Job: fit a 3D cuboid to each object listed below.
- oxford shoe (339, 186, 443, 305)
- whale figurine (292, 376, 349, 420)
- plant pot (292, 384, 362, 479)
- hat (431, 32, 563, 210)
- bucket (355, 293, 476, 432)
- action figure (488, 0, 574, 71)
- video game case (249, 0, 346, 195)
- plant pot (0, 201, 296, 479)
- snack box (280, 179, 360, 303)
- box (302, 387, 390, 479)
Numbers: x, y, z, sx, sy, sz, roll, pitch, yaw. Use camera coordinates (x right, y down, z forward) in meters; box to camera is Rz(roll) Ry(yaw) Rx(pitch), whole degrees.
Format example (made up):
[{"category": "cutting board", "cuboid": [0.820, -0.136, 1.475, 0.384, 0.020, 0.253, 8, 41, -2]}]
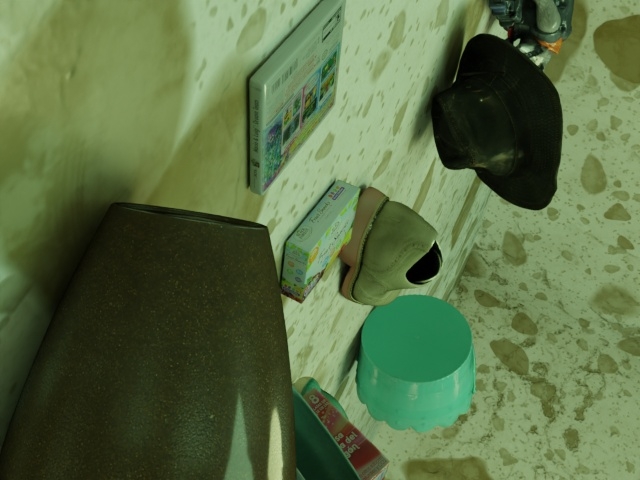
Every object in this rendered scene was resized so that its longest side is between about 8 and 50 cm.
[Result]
[{"category": "oxford shoe", "cuboid": [0.124, 0.049, 1.317, 0.140, 0.146, 0.397, -62, 166, -12]}, {"category": "whale figurine", "cuboid": [-0.039, 0.317, 1.202, 0.216, 0.141, 0.272, -65, 161, 0]}, {"category": "plant pot", "cuboid": [-0.079, 0.270, 0.796, 0.196, 0.293, 0.293, -37, 163, -1]}, {"category": "hat", "cuboid": [0.269, -0.190, 1.352, 0.134, 0.331, 0.331, -16, 145, -16]}, {"category": "bucket", "cuboid": [0.211, 0.265, 1.750, 0.281, 0.281, 0.183, -54, 154, -37]}, {"category": "action figure", "cuboid": [0.424, -0.476, 1.477, 0.341, 0.178, 0.330, -40, 142, -63]}, {"category": "video game case", "cuboid": [-0.022, -0.141, 0.758, 0.157, 0.019, 0.143, -56, 163, -35]}, {"category": "plant pot", "cuboid": [-0.105, 0.095, 0.543, 0.215, 0.215, 0.230, -2, 102, -74]}, {"category": "snack box", "cuboid": [0.000, 0.000, 1.025, 0.141, 0.037, 0.100, -52, 160, -40]}, {"category": "box", "cuboid": [-0.071, 0.350, 0.984, 0.300, 0.142, 0.154, -36, 152, -26]}]
